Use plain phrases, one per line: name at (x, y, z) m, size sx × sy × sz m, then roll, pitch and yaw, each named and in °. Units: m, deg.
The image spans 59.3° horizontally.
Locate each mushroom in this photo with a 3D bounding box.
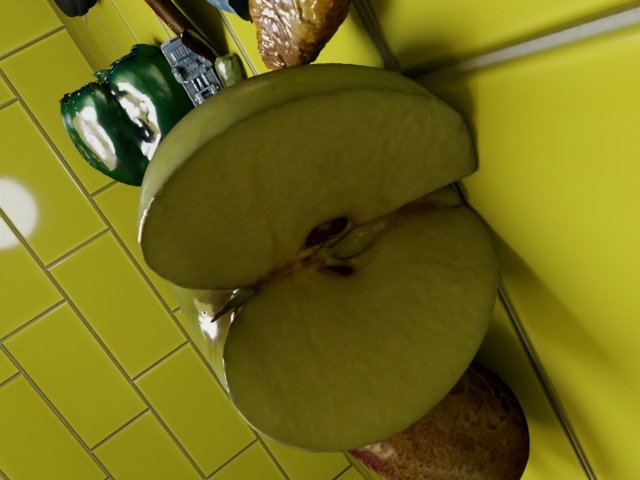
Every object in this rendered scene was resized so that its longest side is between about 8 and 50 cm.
mushroom at (0.105, 0.183, 0.653) m, size 0.278 × 0.163 × 0.297 m, roll 39°, pitch 175°, yaw -32°

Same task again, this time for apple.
apple at (-0.005, 0.002, 0.488) m, size 0.295 × 0.257 × 0.233 m, roll 64°, pitch 165°, yaw -17°

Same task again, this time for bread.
bread at (-0.013, -0.214, 0.394) m, size 0.105 × 0.076 × 0.233 m, roll 40°, pitch 155°, yaw 12°

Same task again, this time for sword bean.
sword bean at (-0.097, -0.160, 0.860) m, size 0.043 × 0.038 × 0.269 m, roll 24°, pitch 148°, yaw 41°

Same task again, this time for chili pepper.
chili pepper at (-0.370, -0.253, 1.162) m, size 0.257 × 0.248 × 0.233 m, roll 58°, pitch -172°, yaw -17°

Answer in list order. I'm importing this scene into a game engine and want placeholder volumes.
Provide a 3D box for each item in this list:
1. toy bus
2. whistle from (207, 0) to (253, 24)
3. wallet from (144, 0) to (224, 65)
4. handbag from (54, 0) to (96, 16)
toy bus at (-0.185, -0.241, 0.920) m, size 0.191 × 0.064 × 0.075 m, roll 60°, pitch 177°, yaw -17°
whistle at (-0.145, -0.312, 0.636) m, size 0.304 × 0.062 × 0.062 m, roll 42°, pitch 160°, yaw 42°
wallet at (-0.233, -0.346, 0.805) m, size 0.255 × 0.031 × 0.137 m, roll 50°, pitch -175°, yaw 15°
handbag at (-0.617, -0.659, 1.309) m, size 0.254 × 0.093 × 0.308 m, roll 62°, pitch 164°, yaw -17°
